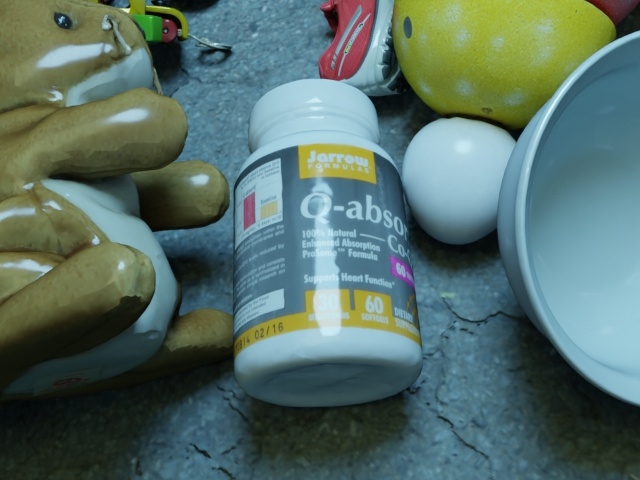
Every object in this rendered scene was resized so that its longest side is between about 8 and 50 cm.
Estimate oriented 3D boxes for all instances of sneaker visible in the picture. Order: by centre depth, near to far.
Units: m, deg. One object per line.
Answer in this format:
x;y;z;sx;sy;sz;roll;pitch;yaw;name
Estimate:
0.060;-0.288;0.823;0.118;0.107;0.279;1;58;27;sneaker

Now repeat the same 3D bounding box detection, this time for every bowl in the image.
0.262;-0.018;0.591;0.298;0.134;0.298;-1;92;-17;bowl

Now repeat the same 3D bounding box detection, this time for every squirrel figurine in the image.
-0.290;-0.042;0.639;0.397;0.281;0.370;-20;72;11;squirrel figurine

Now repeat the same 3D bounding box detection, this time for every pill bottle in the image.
0.000;0.000;0.646;0.162;0.162;0.278;-7;62;7;pill bottle

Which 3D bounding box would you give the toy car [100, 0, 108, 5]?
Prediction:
-0.315;-0.427;0.987;0.239;0.053;0.225;35;73;23;toy car

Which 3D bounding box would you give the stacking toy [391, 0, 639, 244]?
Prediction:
0.178;-0.231;0.666;0.350;0.350;0.480;13;88;16;stacking toy

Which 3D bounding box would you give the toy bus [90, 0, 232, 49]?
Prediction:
-0.229;-0.288;0.821;0.191;0.202;0.104;13;106;27;toy bus
